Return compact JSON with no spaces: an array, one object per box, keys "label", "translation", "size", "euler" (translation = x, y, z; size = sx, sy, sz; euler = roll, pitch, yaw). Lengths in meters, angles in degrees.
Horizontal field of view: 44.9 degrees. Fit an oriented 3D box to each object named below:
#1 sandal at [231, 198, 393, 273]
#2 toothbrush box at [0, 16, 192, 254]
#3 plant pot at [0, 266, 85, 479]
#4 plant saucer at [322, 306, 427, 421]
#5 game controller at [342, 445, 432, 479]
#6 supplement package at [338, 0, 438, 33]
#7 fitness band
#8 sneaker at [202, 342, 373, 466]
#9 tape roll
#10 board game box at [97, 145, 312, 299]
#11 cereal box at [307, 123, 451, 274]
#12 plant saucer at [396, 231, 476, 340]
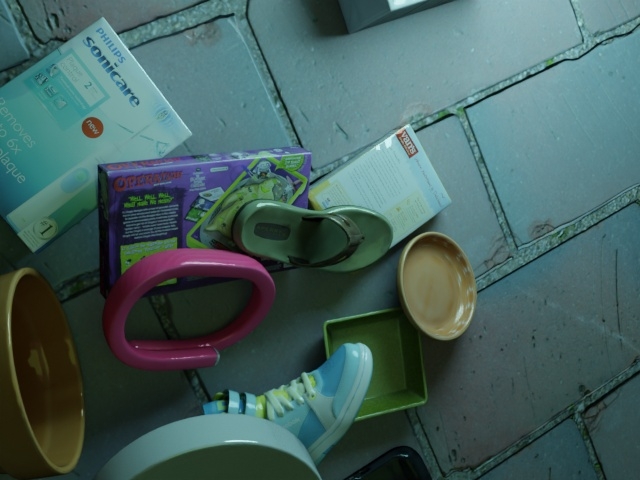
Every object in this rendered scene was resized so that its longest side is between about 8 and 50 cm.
[{"label":"sandal","translation":[-0.001,0.001,1.267],"size":[0.302,0.086,0.120],"euler":[3,102,-35]},{"label":"toothbrush box","translation":[-0.380,-0.153,1.162],"size":[0.295,0.126,0.216],"euler":[-40,106,-16]},{"label":"plant pot","translation":[-0.472,0.201,1.074],"size":[0.203,0.291,0.291],"euler":[-13,97,-4]},{"label":"plant saucer","translation":[0.093,0.220,1.401],"size":[0.188,0.045,0.189],"euler":[-9,95,-21]},{"label":"game controller","translation":[0.074,0.512,1.407],"size":[0.319,0.067,0.167],"euler":[-28,87,-18]},{"label":"supplement package","translation":[0.179,-0.497,1.335],"size":[0.292,0.175,0.178],"euler":[-23,99,-19]},{"label":"fitness band","translation":[-0.200,0.109,1.205],"size":[0.290,0.054,0.209],"euler":[4,123,-43]},{"label":"sneaker","translation":[-0.069,0.270,1.271],"size":[0.208,0.127,0.319],"euler":[32,96,-17]},{"label":"tape roll","translation":[-0.176,0.441,1.188],"size":[0.391,0.072,0.392],"euler":[-9,119,-17]},{"label":"board game box","translation":[-0.173,-0.032,1.215],"size":[0.346,0.056,0.208],"euler":[-9,119,-34]},{"label":"cereal box","translation":[0.102,-0.075,1.391],"size":[0.240,0.047,0.173],"euler":[-35,105,-17]},{"label":"plant saucer","translation":[0.207,0.085,1.415],"size":[0.199,0.037,0.200],"euler":[10,74,-37]}]
